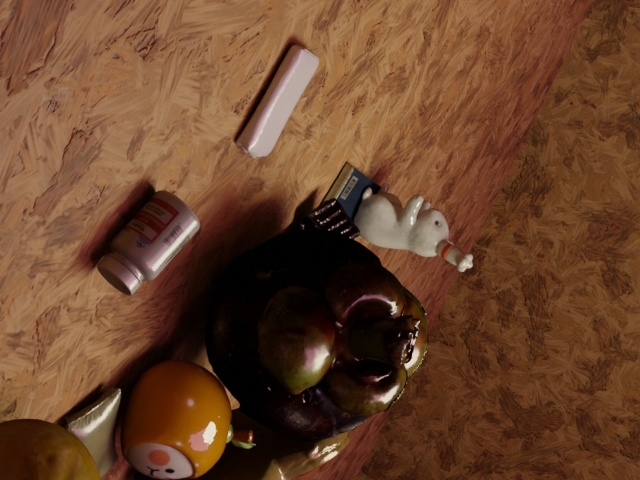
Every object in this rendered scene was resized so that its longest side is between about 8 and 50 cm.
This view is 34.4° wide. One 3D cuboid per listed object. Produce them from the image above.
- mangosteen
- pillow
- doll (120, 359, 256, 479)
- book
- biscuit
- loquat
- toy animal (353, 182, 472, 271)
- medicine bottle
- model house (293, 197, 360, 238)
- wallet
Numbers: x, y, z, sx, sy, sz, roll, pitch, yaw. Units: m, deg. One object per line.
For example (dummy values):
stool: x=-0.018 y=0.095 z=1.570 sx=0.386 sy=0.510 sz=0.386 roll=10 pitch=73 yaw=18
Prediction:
mangosteen: x=-0.011 y=0.175 z=1.805 sx=0.381 sy=0.381 sz=0.421 roll=-60 pitch=-158 yaw=8
pillow: x=-0.373 y=0.332 z=1.679 sx=0.119 sy=0.053 sz=0.208 roll=-45 pitch=156 yaw=-42
doll: x=-0.216 y=0.310 z=1.758 sx=0.213 sy=0.236 sz=0.213 roll=-169 pitch=-90 yaw=-84
book: x=0.047 y=-0.059 z=2.223 sx=0.190 sy=0.025 sz=0.269 roll=-58 pitch=164 yaw=3
biscuit: x=-0.140 y=0.415 z=1.980 sx=0.368 sy=0.076 sz=0.394 roll=-28 pitch=-166 yaw=-32
loquat: x=-0.399 y=0.348 z=1.361 sx=0.244 sy=0.244 sz=0.244 roll=-51 pitch=162 yaw=-23
toy animal: x=0.215 y=-0.033 z=2.256 sx=0.140 sy=0.283 sz=0.138 roll=-7 pitch=112 yaw=-72
medicine bottle: x=-0.238 y=0.005 z=1.421 sx=0.140 sy=0.079 sz=0.079 roll=-50 pitch=162 yaw=-22
model house: x=-0.005 y=0.004 z=2.031 sx=0.165 sy=0.106 sz=0.152 roll=-34 pitch=138 yaw=-31
wallet: x=-0.066 y=-0.213 z=1.605 sx=0.190 sy=0.033 sz=0.095 roll=-61 pitch=162 yaw=8
